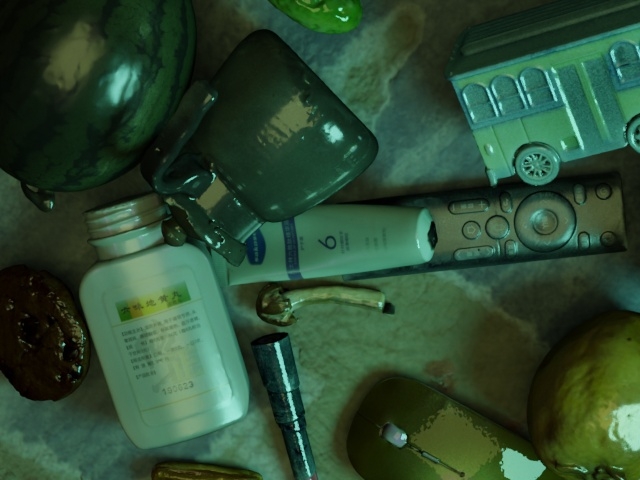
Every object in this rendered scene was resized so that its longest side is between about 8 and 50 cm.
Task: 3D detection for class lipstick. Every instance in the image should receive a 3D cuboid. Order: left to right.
[{"bbox_3d":[-0.038,0.242,1.965,0.053,0.053,0.234,-14,99,6],"label":"lipstick"}]

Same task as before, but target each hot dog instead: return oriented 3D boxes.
[{"bbox_3d":[-0.153,0.340,1.990,0.165,0.045,0.071,5,97,3],"label":"hot dog"}]

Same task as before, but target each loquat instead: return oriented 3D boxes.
[{"bbox_3d":[0.363,0.202,1.845,0.193,0.238,0.238,25,99,-4],"label":"loquat"}]

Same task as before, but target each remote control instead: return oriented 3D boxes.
[{"bbox_3d":[0.210,-0.017,1.912,0.377,0.044,0.107,-6,102,5],"label":"remote control"}]

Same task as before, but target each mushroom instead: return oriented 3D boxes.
[{"bbox_3d":[0.006,0.084,1.937,0.187,0.061,0.060,-2,93,0],"label":"mushroom"}]

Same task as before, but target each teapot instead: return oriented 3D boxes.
[{"bbox_3d":[-0.094,-0.090,1.783,0.285,0.305,0.223,-44,96,6],"label":"teapot"}]

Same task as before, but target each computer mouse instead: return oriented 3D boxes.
[{"bbox_3d":[0.186,0.302,1.949,0.310,0.072,0.158,28,98,0],"label":"computer mouse"}]

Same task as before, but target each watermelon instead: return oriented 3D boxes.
[{"bbox_3d":[-0.303,-0.213,1.801,0.279,0.279,0.359,29,109,-1],"label":"watermelon"}]

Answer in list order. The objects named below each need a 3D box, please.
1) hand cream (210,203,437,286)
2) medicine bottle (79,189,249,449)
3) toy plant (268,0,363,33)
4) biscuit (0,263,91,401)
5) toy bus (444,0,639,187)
[{"bbox_3d":[0.000,0.000,1.898,0.320,0.067,0.109,-3,98,25],"label":"hand cream"},{"bbox_3d":[-0.214,0.100,1.921,0.179,0.124,0.324,-17,99,2],"label":"medicine bottle"},{"bbox_3d":[-0.057,-0.396,1.813,0.316,0.184,0.224,28,61,-5],"label":"toy plant"},{"bbox_3d":[-0.386,0.125,1.942,0.192,0.049,0.192,10,107,33],"label":"biscuit"},{"bbox_3d":[0.329,-0.200,1.764,0.312,0.152,0.190,-14,116,24],"label":"toy bus"}]
